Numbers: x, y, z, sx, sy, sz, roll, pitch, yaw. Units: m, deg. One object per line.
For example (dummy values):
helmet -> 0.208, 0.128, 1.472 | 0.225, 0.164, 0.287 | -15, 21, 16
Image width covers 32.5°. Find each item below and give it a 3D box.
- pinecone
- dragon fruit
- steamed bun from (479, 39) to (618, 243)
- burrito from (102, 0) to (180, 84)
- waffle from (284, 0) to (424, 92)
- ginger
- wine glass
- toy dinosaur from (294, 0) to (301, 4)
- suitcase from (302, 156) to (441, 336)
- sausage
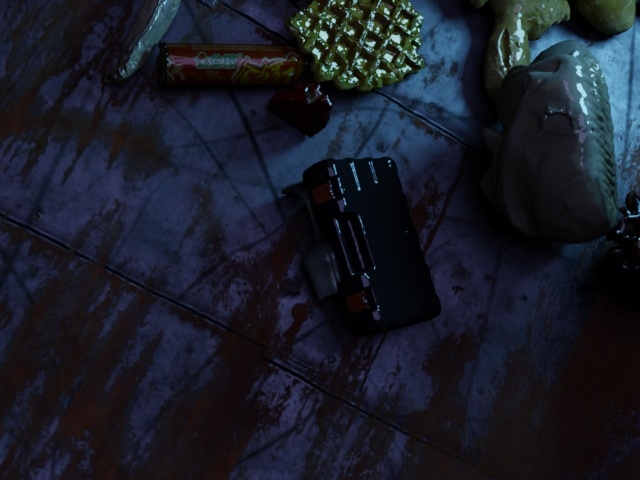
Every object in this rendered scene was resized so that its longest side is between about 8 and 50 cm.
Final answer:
pinecone -> 0.625, 0.004, 1.839 | 0.298, 0.296, 0.242 | -13, 99, -50
dragon fruit -> -0.019, -0.234, 1.813 | 0.097, 0.131, 0.063 | 38, 66, -11
steamed bun -> 0.373, -0.156, 1.829 | 0.219, 0.310, 0.324 | -10, 102, 21
burrito -> -0.286, -0.351, 1.802 | 0.058, 0.063, 0.229 | 22, 72, 20
waffle -> 0.058, -0.379, 1.879 | 0.291, 0.051, 0.291 | 8, 71, -25
ginger -> 0.374, -0.463, 1.970 | 0.363, 0.122, 0.348 | -33, 96, -9
wine glass -> 0.000, 0.000, 1.787 | 0.079, 0.079, 0.195 | -14, 81, -17
toy dinosaur -> -0.054, -0.483, 1.894 | 0.049, 0.055, 0.154 | -14, 89, -14
suitcase -> 0.086, 0.005, 1.769 | 0.206, 0.066, 0.285 | -8, 78, -53
sausage -> -0.136, -0.293, 1.821 | 0.264, 0.083, 0.083 | -3, 78, -16
